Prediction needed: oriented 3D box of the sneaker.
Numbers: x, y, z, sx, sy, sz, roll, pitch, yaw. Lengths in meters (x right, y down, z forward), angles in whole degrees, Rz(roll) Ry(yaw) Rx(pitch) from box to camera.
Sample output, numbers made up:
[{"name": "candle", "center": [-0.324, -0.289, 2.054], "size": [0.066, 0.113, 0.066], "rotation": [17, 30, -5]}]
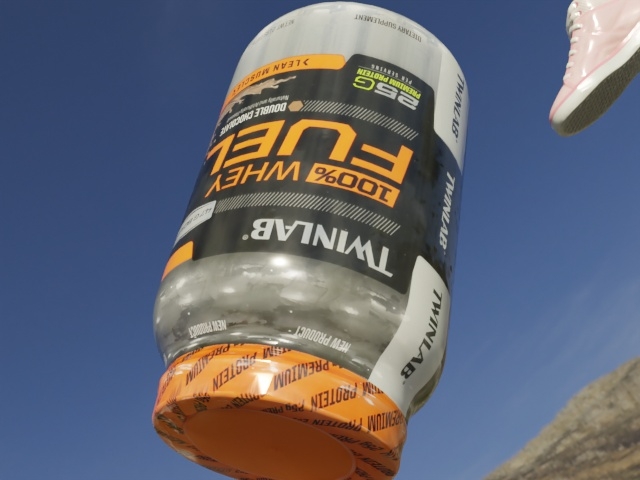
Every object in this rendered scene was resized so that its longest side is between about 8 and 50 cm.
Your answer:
[{"name": "sneaker", "center": [0.207, -0.143, 0.609], "size": [0.134, 0.070, 0.051], "rotation": [-47, -29, -7]}]

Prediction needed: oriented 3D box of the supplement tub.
[{"name": "supplement tub", "center": [0.000, 0.000, 0.596], "size": [0.207, 0.337, 0.207], "rotation": [8, -35, 5]}]
